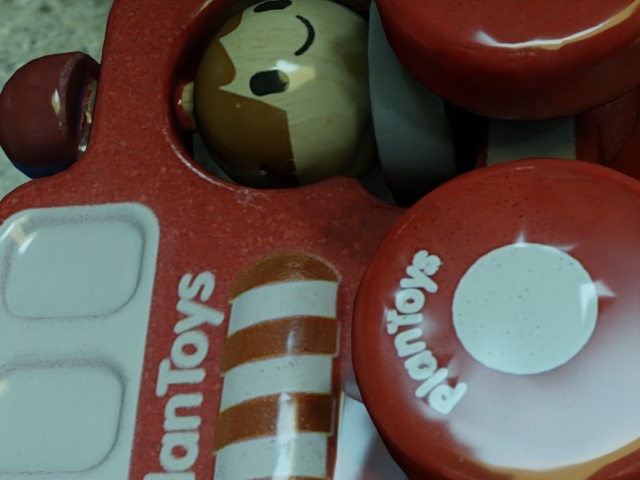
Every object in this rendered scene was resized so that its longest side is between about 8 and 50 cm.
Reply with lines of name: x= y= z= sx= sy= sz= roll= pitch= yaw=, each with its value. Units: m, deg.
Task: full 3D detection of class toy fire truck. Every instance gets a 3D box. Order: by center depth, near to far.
toy fire truck: x=0.000 y=0.000 z=0.500 sx=0.254 sy=0.169 sz=0.302 roll=-3 pitch=63 yaw=12
